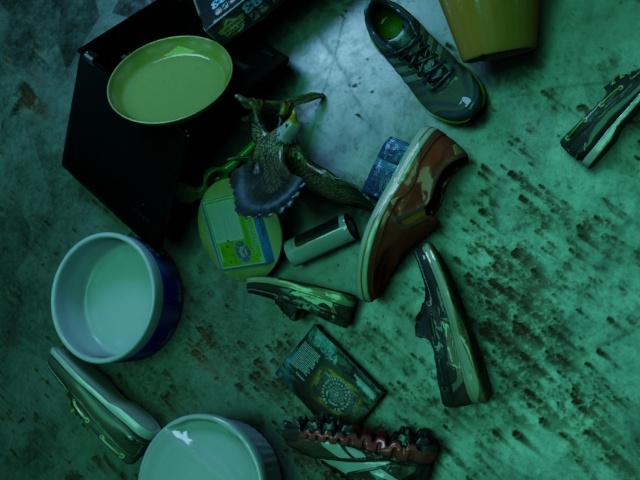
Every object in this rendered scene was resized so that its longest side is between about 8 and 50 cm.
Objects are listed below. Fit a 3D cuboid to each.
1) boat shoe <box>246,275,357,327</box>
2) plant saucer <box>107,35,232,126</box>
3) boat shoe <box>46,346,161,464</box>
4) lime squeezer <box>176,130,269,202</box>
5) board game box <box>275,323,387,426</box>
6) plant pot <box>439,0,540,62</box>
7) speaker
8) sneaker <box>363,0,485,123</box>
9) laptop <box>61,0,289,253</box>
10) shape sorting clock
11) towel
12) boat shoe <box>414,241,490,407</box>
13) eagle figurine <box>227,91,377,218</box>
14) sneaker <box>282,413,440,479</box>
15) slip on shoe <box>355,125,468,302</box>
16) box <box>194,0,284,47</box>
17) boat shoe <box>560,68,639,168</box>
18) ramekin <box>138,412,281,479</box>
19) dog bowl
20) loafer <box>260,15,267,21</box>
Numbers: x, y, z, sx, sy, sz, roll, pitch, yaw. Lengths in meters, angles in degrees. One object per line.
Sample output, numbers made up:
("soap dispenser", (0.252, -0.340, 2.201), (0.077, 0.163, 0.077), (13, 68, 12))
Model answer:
("boat shoe", (-0.043, 0.114, 1.504), (0.223, 0.080, 0.074), (9, 82, 21))
("plant saucer", (-0.279, -0.294, 1.518), (0.240, 0.037, 0.241), (-5, 53, 7))
("boat shoe", (-0.463, 0.333, 1.653), (0.305, 0.109, 0.091), (35, 94, 20))
("lime squeezer", (-0.236, -0.135, 1.650), (0.310, 0.059, 0.110), (-16, 45, 23))
("board game box", (0.018, 0.262, 1.485), (0.186, 0.026, 0.126), (43, 101, 23))
("plant pot", (0.289, -0.407, 1.368), (0.205, 0.205, 0.188), (-8, 96, 24))
("speaker", (0.000, 0.000, 1.513), (0.136, 0.055, 0.055), (-24, 74, 21))
("sneaker", (0.172, -0.322, 1.438), (0.111, 0.121, 0.300), (-47, 67, 13))
("laptop", (-0.318, -0.261, 1.673), (0.408, 0.236, 0.382), (-40, 57, -20))
("shape sorting clock", (-0.156, -0.021, 1.569), (0.206, 0.040, 0.206), (14, 113, 35))
("towel", (0.125, -0.128, 1.485), (0.067, 0.029, 0.120), (28, 95, 26))
("boat shoe", (0.204, 0.146, 1.375), (0.092, 0.103, 0.285), (-21, 81, 16))
("eagle figurine", (-0.058, -0.140, 1.460), (0.226, 0.225, 0.298), (-26, 66, 7))
("sneaker", (0.062, 0.380, 1.392), (0.275, 0.097, 0.135), (8, 92, 11))
("slip on shoe", (0.155, -0.037, 1.416), (0.101, 0.123, 0.332), (27, 91, 20))
("box", (-0.133, -0.571, 1.596), (0.295, 0.073, 0.293), (-35, 54, 16))
("boat shoe", (0.483, -0.225, 1.304), (0.068, 0.081, 0.228), (42, 104, 19))
("ramekin", (-0.195, 0.455, 1.503), (0.272, 0.127, 0.273), (-3, 82, 25))
("dog bowl", (-0.420, 0.119, 1.663), (0.264, 0.104, 0.265), (-3, 82, 24))
("loafer", (-0.114, -0.504, 1.644), (0.045, 0.039, 0.125), (15, 90, -19))
